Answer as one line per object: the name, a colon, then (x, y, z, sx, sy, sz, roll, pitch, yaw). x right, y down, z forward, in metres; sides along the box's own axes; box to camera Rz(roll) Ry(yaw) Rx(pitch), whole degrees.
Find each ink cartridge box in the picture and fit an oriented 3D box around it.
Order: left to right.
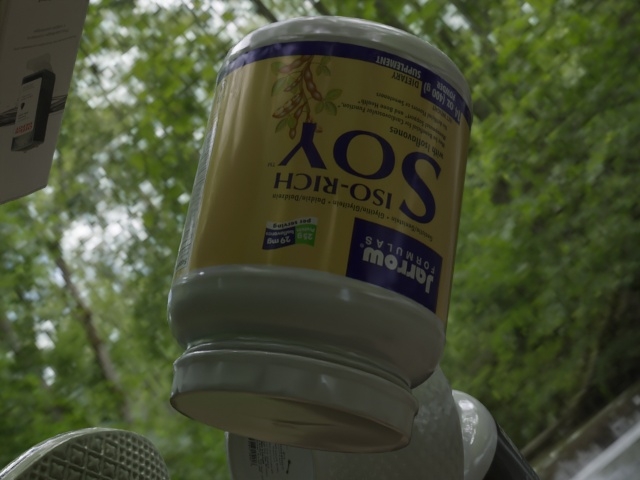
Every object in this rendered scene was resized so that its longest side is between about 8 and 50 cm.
ink cartridge box: (-0.287, -0.157, 0.901, 0.092, 0.158, 0.218, -25, -33, -49)

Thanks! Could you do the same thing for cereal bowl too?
cereal bowl: (-0.004, 0.240, 1.257, 0.141, 0.339, 0.339, -5, -36, -43)

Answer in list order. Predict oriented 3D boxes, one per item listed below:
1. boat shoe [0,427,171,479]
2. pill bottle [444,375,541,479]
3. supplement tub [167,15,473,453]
boat shoe: (-0.370, 0.360, 1.285, 0.156, 0.187, 0.500, -23, 1, 36)
pill bottle: (0.161, 0.319, 1.368, 0.210, 0.363, 0.210, -30, 27, 17)
supplement tub: (0.000, 0.000, 0.959, 0.241, 0.241, 0.331, 94, -175, -69)
